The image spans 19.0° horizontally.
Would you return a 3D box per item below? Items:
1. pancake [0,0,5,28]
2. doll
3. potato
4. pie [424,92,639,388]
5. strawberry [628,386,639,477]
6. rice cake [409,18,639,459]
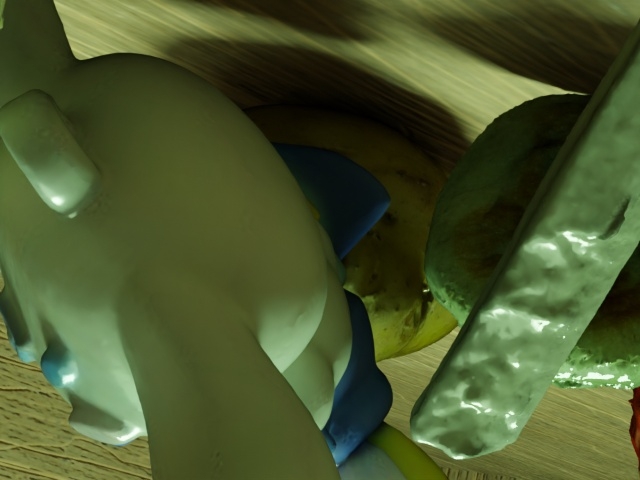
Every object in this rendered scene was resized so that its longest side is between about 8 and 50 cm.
[{"bbox_3d":[-0.277,-0.158,0.717,0.387,0.082,0.387,23,152,13],"label":"pancake"},{"bbox_3d":[-0.069,0.025,0.919,0.187,0.376,0.365,-17,157,12],"label":"doll"},{"bbox_3d":[0.000,0.000,1.232,0.195,0.176,0.369,-24,178,-1],"label":"potato"},{"bbox_3d":[0.141,-0.006,0.959,0.187,0.187,0.041,9,144,21],"label":"pie"},{"bbox_3d":[0.330,0.089,1.038,0.312,0.267,0.351,19,145,0],"label":"strawberry"},{"bbox_3d":[0.114,-0.007,0.849,0.052,0.256,0.057,41,-152,25],"label":"rice cake"}]
